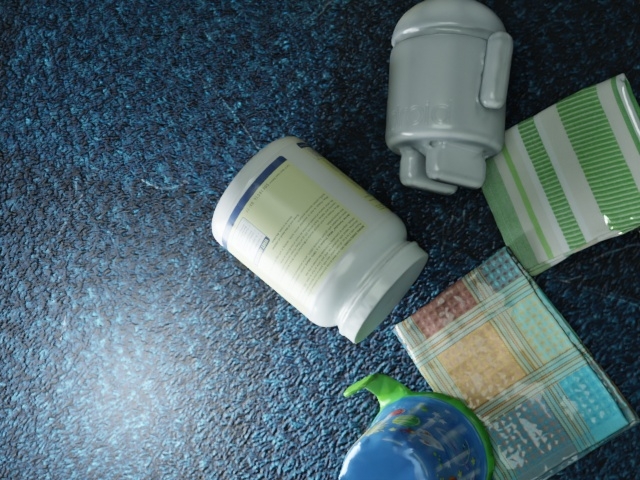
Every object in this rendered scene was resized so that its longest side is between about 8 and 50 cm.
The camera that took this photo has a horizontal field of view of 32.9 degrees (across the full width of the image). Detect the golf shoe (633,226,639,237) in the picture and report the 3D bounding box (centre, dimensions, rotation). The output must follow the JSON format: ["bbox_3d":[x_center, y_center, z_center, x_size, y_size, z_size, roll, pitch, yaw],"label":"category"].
[{"bbox_3d":[0.526,-0.107,1.808,0.120,0.105,0.273,-32,81,4],"label":"golf shoe"}]

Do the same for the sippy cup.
[{"bbox_3d":[0.147,0.385,1.813,0.305,0.224,0.240,27,103,22],"label":"sippy cup"}]

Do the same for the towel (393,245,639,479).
[{"bbox_3d":[0.326,0.231,1.866,0.271,0.040,0.370,-39,79,19],"label":"towel"}]

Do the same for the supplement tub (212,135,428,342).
[{"bbox_3d":[0.000,0.000,1.881,0.325,0.235,0.235,40,98,13],"label":"supplement tub"}]

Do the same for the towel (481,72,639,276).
[{"bbox_3d":[0.413,-0.102,1.796,0.325,0.038,0.248,-30,79,44],"label":"towel"}]

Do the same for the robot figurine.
[{"bbox_3d":[0.215,-0.260,1.834,0.300,0.200,0.353,-10,72,53],"label":"robot figurine"}]
